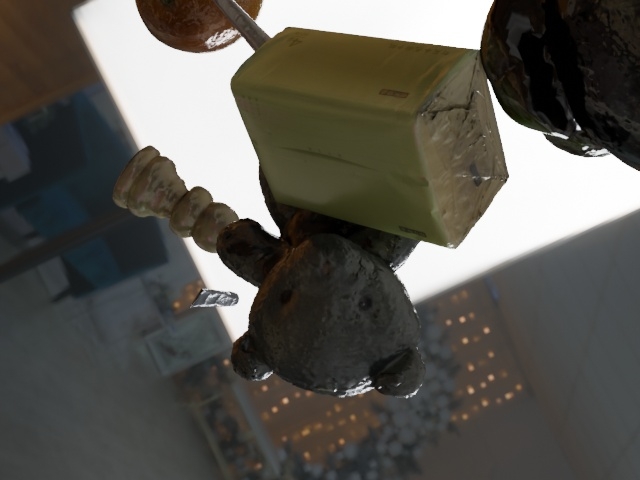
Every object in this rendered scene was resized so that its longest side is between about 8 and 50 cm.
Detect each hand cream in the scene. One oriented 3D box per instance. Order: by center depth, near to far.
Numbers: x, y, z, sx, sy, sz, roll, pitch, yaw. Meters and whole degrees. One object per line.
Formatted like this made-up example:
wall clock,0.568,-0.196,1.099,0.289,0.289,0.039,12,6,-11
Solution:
hand cream,-0.138,0.076,1.425,0.019,0.030,0.093,43,17,28

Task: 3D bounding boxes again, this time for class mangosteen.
mangosteen,0.226,-0.137,0.678,0.243,0.243,0.243,154,-90,-90

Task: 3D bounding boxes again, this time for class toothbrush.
toothbrush,-0.088,-0.234,1.118,0.307,0.025,0.029,46,2,-22

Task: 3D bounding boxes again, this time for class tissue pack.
tissue pack,0.047,-0.104,1.037,0.234,0.125,0.159,16,-39,38

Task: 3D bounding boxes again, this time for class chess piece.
chess piece,-0.182,-0.048,1.445,0.170,0.094,0.094,30,-7,11

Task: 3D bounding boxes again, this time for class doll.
doll,-0.002,0.000,1.148,0.158,0.245,0.340,53,34,-69

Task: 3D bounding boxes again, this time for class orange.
orange,-0.176,-0.366,1.577,0.206,0.206,0.206,154,-90,-90
